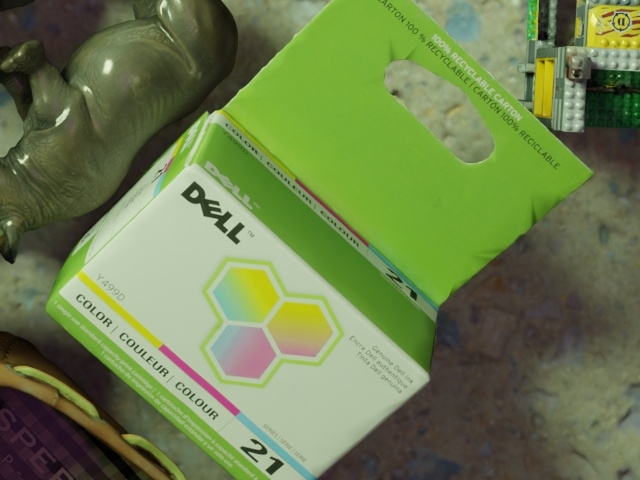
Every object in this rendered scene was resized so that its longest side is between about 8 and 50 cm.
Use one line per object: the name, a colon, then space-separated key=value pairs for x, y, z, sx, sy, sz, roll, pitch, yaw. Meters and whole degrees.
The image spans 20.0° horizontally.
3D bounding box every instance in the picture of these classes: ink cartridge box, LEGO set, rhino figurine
ink cartridge box: x=0.000 y=0.000 z=1.030 sx=0.189 sy=0.097 sz=0.255 roll=42 pitch=113 yaw=-12
LEGO set: x=0.254 y=-0.158 z=1.060 sx=0.331 sy=0.192 sz=0.255 roll=11 pitch=95 yaw=-3
rhino figurine: x=-0.148 y=-0.073 z=1.059 sx=0.243 sy=0.073 sz=0.106 roll=-45 pitch=111 yaw=-4

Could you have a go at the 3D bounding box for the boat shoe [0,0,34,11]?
boat shoe: x=-0.199 y=-0.269 z=1.029 sx=0.092 sy=0.103 sz=0.285 roll=0 pitch=96 yaw=-18

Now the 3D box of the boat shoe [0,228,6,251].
boat shoe: x=-0.319 y=0.051 z=1.002 sx=0.302 sy=0.109 sz=0.098 roll=-30 pitch=91 yaw=3

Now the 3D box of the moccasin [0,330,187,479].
moccasin: x=-0.084 y=0.207 z=1.048 sx=0.139 sy=0.147 sz=0.380 roll=-37 pitch=100 yaw=-9
